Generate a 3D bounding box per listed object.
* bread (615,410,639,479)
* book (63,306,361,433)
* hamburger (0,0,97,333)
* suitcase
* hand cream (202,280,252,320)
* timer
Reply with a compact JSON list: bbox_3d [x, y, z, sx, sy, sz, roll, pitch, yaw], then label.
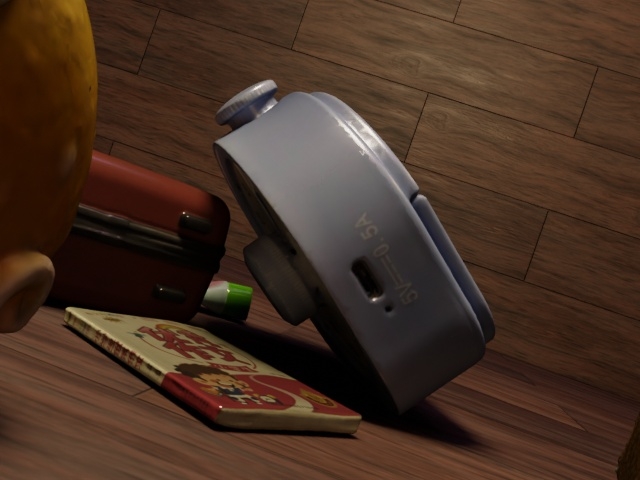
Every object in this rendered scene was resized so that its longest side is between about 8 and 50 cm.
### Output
[{"bbox_3d":[0.330,0.212,0.596,0.165,0.113,0.416,18,1,24],"label":"bread"},{"bbox_3d":[-0.097,0.109,0.636,0.232,0.022,0.162,20,0,43],"label":"book"},{"bbox_3d":[-0.232,-0.053,0.301,0.186,0.260,0.303,24,20,28],"label":"hamburger"},{"bbox_3d":[-0.272,-0.025,0.810,0.297,0.161,0.236,19,1,-38],"label":"suitcase"},{"bbox_3d":[-0.232,0.058,1.024,0.275,0.050,0.079,14,-24,-13],"label":"hand cream"},{"bbox_3d":[0.000,0.000,0.849,0.395,0.173,0.395,55,-7,11],"label":"timer"}]
